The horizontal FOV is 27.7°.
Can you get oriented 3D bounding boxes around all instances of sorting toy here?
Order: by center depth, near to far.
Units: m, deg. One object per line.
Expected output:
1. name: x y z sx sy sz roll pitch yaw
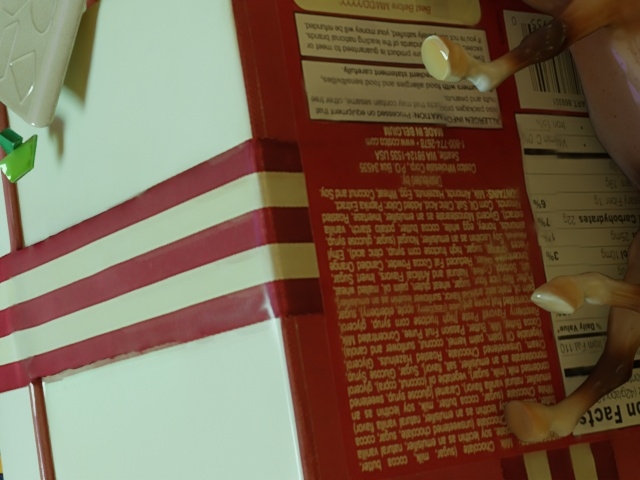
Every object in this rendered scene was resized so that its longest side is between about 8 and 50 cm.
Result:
1. sorting toy: -0.115 -0.067 0.499 0.062 0.012 0.083 33 111 43

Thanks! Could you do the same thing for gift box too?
1. gift box: 0.000 0.000 0.565 0.258 0.255 0.276 -21 71 51

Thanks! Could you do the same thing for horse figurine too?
1. horse figurine: 0.113 -0.039 0.455 0.066 0.174 0.263 -22 89 57

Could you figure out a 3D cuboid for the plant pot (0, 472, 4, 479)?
1. plant pot: -0.292 0.291 1.176 0.212 0.236 0.236 37 127 46
